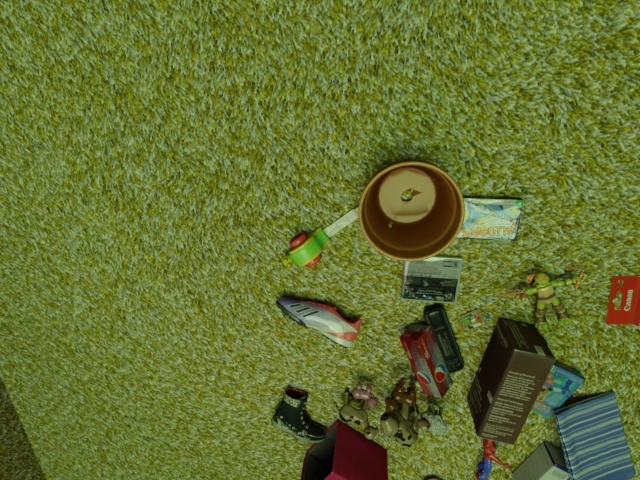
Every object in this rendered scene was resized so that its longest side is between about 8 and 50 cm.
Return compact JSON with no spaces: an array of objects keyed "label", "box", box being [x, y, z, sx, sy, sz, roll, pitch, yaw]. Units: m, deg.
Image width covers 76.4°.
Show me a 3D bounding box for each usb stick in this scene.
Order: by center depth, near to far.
[{"label":"usb stick","box":[0.443,0.353,1.457,0.077,0.045,0.278,-22,107,9]}]

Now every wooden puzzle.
[{"label":"wooden puzzle","box":[0.536,0.283,1.431,0.116,0.014,0.079,-35,103,19]}]

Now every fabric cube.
[{"label":"fabric cube","box":[0.093,0.948,1.634,0.258,0.254,0.259,34,112,-7]}]

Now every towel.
[{"label":"towel","box":[0.991,0.735,1.461,0.243,0.040,0.336,-18,95,-3]}]

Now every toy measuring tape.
[{"label":"toy measuring tape","box":[0.000,0.000,1.347,0.330,0.121,0.121,-32,103,19]}]

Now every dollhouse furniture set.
[{"label":"dollhouse furniture set","box":[0.335,0.509,1.514,0.090,0.081,0.115,-11,109,13]}]

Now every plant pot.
[{"label":"plant pot","box":[0.264,-0.108,1.215,0.290,0.203,0.291,3,111,8]}]

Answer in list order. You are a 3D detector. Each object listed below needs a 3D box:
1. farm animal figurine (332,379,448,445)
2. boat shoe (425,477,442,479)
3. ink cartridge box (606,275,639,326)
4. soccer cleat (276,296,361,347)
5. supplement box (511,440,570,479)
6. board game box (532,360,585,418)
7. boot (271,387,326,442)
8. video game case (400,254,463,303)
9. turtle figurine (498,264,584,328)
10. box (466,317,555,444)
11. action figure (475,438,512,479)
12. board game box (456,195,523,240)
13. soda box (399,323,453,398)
[{"label":"farm animal figurine","box":[0.252,0.666,1.507,0.326,0.172,0.330,39,134,-20]},{"label":"boat shoe","box":[0.533,1.137,1.723,0.109,0.098,0.302,-27,105,17]},{"label":"ink cartridge box","box":[1.064,0.202,1.298,0.232,0.066,0.189,-5,111,6]},{"label":"soccer cleat","box":[-0.007,0.269,1.473,0.318,0.108,0.117,28,91,0]},{"label":"supplement box","box":[0.866,0.910,1.576,0.111,0.114,0.220,27,111,-4]},{"label":"board game box","box":[0.811,0.528,1.468,0.160,0.047,0.210,26,112,-3]},{"label":"boot","box":[-0.069,0.713,1.655,0.236,0.085,0.179,20,111,1]},{"label":"video game case","box":[0.378,0.131,1.391,0.190,0.022,0.173,3,111,6]},{"label":"turtle figurine","box":[0.721,0.184,1.325,0.269,0.087,0.218,-22,114,7]},{"label":"box","box":[0.640,0.484,1.400,0.143,0.191,0.382,13,112,3]},{"label":"action figure","box":[0.696,0.870,1.599,0.138,0.091,0.281,3,113,15]},{"label":"board game box","box":[0.519,-0.070,1.282,0.201,0.035,0.136,2,112,8]},{"label":"soda box","box":[0.381,0.431,1.458,0.083,0.092,0.264,-4,116,52]}]
